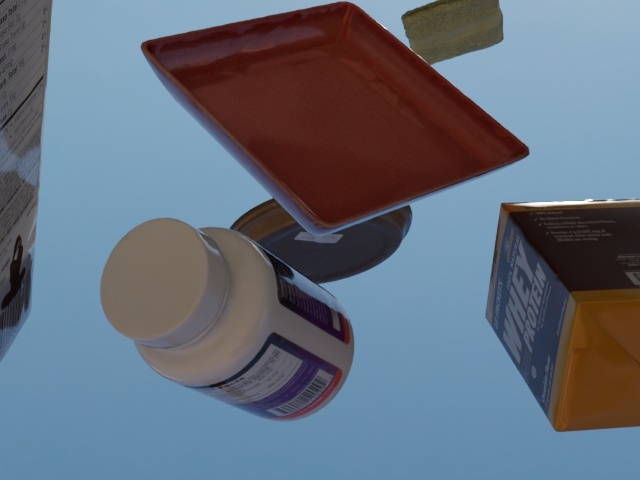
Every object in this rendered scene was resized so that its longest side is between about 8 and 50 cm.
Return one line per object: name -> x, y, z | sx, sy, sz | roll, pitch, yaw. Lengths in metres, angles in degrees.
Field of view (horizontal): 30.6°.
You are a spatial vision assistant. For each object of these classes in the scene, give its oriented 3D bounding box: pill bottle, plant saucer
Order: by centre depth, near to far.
pill bottle -> -0.062, 0.054, 0.796 | 0.108, 0.193, 0.108 | -10, -113, 23
plant saucer -> 0.011, -0.108, 1.033 | 0.258, 0.047, 0.259 | -21, -127, -39
plant saucer -> 0.000, 0.000, 1.700 | 0.278, 0.278, 0.041 | -13, -116, 6

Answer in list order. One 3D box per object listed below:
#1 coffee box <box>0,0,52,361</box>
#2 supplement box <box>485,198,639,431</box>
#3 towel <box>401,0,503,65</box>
coffee box -> -0.201, -0.052, 0.509 | 0.141, 0.246, 0.098 | 15, -145, 2
supplement box -> 0.275, 0.060, 1.064 | 0.191, 0.129, 0.194 | -2, -153, -11
towel -> 0.197, -0.314, 1.728 | 0.148, 0.110, 0.027 | -16, -134, 4
